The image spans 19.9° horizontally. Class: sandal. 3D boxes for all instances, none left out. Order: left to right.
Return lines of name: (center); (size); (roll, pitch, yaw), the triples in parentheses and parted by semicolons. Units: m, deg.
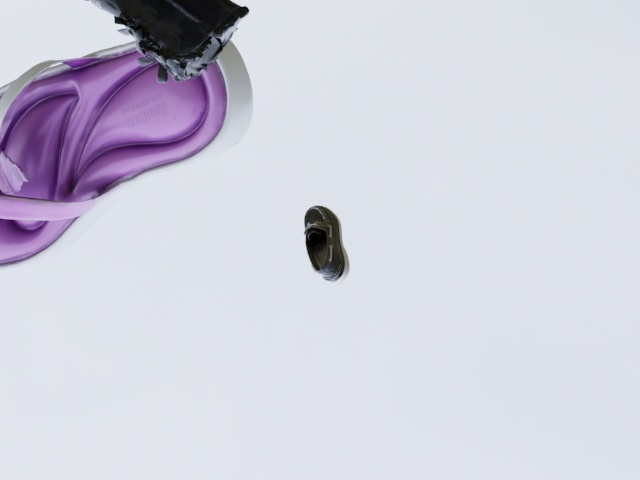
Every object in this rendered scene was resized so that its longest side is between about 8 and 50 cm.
sandal: (-0.243, -0.091, 1.680); (0.416, 0.169, 0.102); (-27, 172, 34)

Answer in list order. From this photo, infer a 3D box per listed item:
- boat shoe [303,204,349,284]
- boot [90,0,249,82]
boat shoe: (0.000, 0.000, 2.163); (0.038, 0.046, 0.125); (27, -146, -36)
boot: (-0.088, -0.168, 1.160); (0.099, 0.121, 0.045); (40, 167, 9)
